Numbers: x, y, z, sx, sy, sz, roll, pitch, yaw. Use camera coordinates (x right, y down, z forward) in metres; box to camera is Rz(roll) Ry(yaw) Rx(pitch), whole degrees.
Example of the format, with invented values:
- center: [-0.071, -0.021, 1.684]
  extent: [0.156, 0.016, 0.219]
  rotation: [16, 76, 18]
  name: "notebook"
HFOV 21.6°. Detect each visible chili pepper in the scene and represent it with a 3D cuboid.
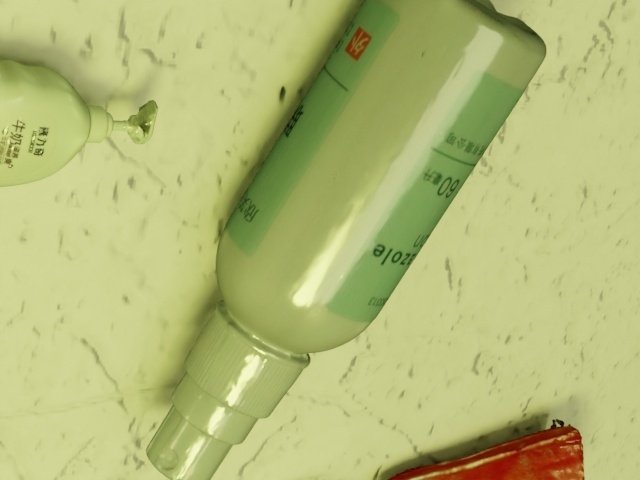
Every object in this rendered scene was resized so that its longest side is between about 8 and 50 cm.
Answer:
- center: [0.115, 0.186, 1.269]
  extent: [0.169, 0.065, 0.088]
  rotation: [-5, 116, -25]
  name: "chili pepper"

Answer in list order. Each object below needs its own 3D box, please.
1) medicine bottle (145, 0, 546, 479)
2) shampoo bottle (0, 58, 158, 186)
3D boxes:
- center: [0.000, 0.000, 1.029]
  extent: [0.110, 0.110, 0.352]
  rotation: [21, 108, -40]
  name: "medicine bottle"
- center: [-0.163, -0.064, 0.925]
  extent: [0.152, 0.045, 0.077]
  rotation: [1, 119, -34]
  name: "shampoo bottle"
